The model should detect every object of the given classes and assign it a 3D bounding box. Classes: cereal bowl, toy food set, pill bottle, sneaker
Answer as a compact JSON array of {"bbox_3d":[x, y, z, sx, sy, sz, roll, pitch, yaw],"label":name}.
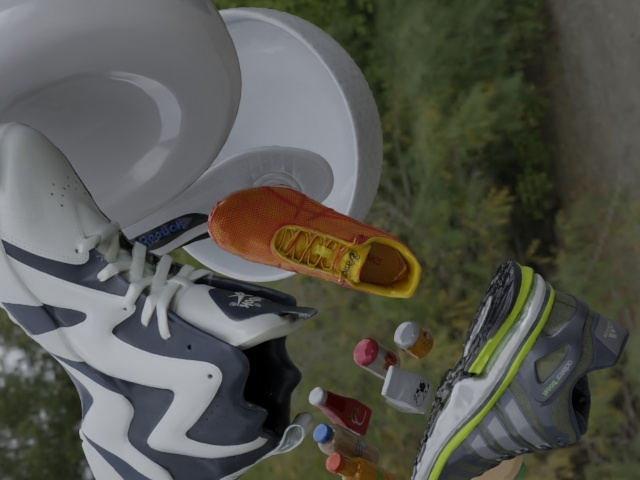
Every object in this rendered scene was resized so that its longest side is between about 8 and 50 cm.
[{"bbox_3d":[-0.062,-0.125,1.602,0.141,0.339,0.339,-25,-76,-54],"label":"cereal bowl"},{"bbox_3d":[0.057,0.198,1.604,0.104,0.111,0.232,34,-115,-38],"label":"toy food set"},{"bbox_3d":[-0.226,-0.211,0.857,0.229,0.229,0.408,73,171,-61],"label":"pill bottle"},{"bbox_3d":[0.000,0.000,0.962,0.067,0.175,0.064,34,110,64],"label":"sneaker"},{"bbox_3d":[-0.082,0.028,0.691,0.235,0.153,0.094,68,-155,-4],"label":"sneaker"},{"bbox_3d":[-0.096,-0.049,1.290,0.121,0.216,0.079,-108,2,-80],"label":"sneaker"},{"bbox_3d":[0.159,0.150,1.089,0.300,0.121,0.111,109,-176,-47],"label":"sneaker"},{"bbox_3d":[0.177,0.219,1.336,0.020,0.082,0.083,15,-147,-55],"label":"toy food set"}]
